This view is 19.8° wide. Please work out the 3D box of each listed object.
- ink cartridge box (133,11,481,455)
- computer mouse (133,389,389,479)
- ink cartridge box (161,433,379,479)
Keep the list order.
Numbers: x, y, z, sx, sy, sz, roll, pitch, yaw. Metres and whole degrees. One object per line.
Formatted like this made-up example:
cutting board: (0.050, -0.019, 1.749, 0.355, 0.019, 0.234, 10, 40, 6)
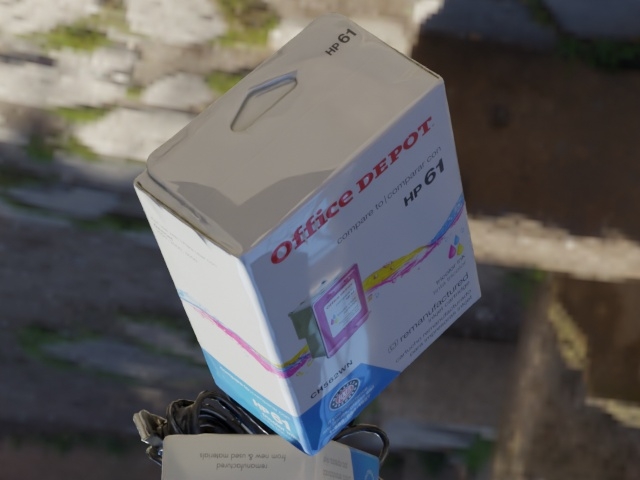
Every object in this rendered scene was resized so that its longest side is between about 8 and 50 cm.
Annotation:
ink cartridge box: (0.000, 0.000, 0.594, 0.052, 0.088, 0.122, 36, 159, 32)
computer mouse: (-0.034, 0.044, 1.125, 0.188, 0.272, 0.072, 26, 145, -38)
ink cartridge box: (-0.024, 0.211, 0.862, 0.078, 0.231, 0.134, -1, 170, 14)
